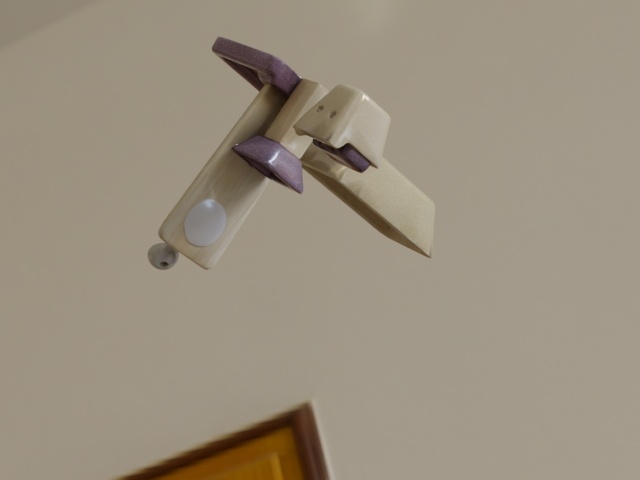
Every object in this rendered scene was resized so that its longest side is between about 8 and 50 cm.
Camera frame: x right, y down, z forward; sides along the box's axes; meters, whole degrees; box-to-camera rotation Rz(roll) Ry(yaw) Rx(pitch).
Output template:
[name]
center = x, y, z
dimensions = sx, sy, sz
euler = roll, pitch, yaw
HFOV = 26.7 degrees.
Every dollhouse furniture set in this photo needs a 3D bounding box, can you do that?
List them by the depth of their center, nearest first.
[dollhouse furniture set]
center = 0.000, 0.000, 0.477
dimensions = 0.114, 0.091, 0.081
euler = 38, -96, -40
